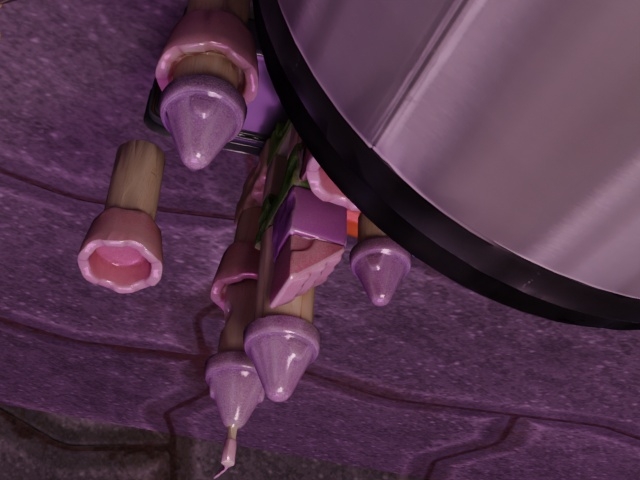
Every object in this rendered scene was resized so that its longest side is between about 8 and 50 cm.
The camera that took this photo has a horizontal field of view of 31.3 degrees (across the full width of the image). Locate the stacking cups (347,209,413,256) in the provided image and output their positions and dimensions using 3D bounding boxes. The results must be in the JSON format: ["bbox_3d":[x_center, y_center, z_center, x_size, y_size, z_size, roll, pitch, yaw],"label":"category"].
[{"bbox_3d":[0.097,-0.013,1.146,0.316,0.096,0.096,14,154,-13],"label":"stacking cups"}]

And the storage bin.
[{"bbox_3d":[-0.070,-0.139,0.955,0.135,0.098,0.091,13,127,-9],"label":"storage bin"}]

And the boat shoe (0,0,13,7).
[{"bbox_3d":[-0.158,-0.194,0.629,0.305,0.091,0.109,-14,103,33],"label":"boat shoe"}]

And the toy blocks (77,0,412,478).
[{"bbox_3d":[0.000,0.000,0.820,0.309,0.260,0.288,16,139,-16],"label":"toy blocks"}]

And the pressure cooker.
[{"bbox_3d":[0.159,-0.165,0.498,0.376,0.369,0.420,17,150,-10],"label":"pressure cooker"}]
